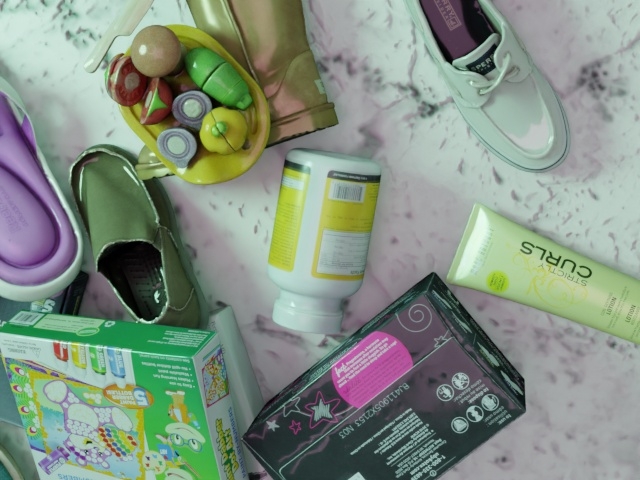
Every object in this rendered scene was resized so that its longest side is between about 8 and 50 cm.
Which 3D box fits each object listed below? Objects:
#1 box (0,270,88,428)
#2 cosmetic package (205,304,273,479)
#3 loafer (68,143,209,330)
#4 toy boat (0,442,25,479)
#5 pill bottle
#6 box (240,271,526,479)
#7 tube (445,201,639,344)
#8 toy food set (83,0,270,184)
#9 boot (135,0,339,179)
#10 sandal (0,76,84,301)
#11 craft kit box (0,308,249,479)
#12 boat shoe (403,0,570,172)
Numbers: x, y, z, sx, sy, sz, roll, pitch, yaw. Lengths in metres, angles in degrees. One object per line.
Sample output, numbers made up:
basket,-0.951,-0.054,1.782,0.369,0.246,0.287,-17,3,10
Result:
box,-0.399,0.090,1.332,0.233,0.059,0.183,19,100,8
cosmetic package,-0.111,0.201,1.297,0.099,0.060,0.239,-19,93,10
loafer,-0.199,-0.003,1.251,0.094,0.087,0.251,-34,72,6
toy boat,-0.479,0.335,1.307,0.267,0.148,0.318,38,97,-12
pill bottle,0.000,0.000,1.234,0.103,0.103,0.184,11,98,8
box,0.071,0.175,1.224,0.247,0.142,0.163,-40,90,13
tube,0.256,0.047,1.222,0.240,0.062,0.070,23,59,11
toy food set,-0.150,-0.152,1.170,0.218,0.071,0.128,45,99,7
boot,-0.120,-0.218,1.242,0.236,0.089,0.269,-18,92,4
sandal,-0.386,-0.126,1.246,0.169,0.102,0.416,-39,86,-28
craft kit box,-0.202,0.200,1.235,0.250,0.061,0.246,3,121,26
boat shoe,0.166,-0.184,1.192,0.096,0.088,0.267,-29,91,11
